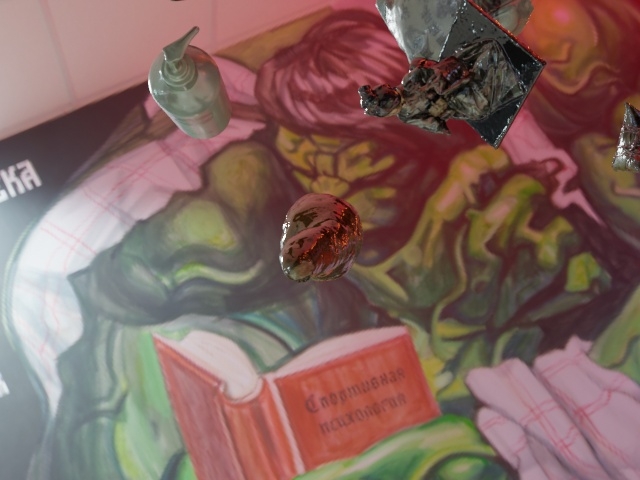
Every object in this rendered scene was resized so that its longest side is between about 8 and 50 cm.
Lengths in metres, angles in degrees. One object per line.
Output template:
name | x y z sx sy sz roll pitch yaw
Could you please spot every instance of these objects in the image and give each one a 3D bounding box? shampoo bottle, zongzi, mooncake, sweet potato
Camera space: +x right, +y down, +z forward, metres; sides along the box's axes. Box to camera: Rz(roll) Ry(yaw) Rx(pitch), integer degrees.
shampoo bottle | -0.103 -0.119 0.527 0.056 0.056 0.195 -33 2 -2
zongzi | 0.370 -0.125 0.790 0.083 0.073 0.067 -48 6 7
mooncake | 0.232 -0.417 1.192 0.136 0.254 0.250 -23 -12 -39
sweet potato | 0.002 0.001 0.574 0.074 0.075 0.269 -35 8 6

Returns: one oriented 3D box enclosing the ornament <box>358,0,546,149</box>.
ornament | 0.146 -0.189 0.889 0.196 0.153 0.166 -23 -29 -27
